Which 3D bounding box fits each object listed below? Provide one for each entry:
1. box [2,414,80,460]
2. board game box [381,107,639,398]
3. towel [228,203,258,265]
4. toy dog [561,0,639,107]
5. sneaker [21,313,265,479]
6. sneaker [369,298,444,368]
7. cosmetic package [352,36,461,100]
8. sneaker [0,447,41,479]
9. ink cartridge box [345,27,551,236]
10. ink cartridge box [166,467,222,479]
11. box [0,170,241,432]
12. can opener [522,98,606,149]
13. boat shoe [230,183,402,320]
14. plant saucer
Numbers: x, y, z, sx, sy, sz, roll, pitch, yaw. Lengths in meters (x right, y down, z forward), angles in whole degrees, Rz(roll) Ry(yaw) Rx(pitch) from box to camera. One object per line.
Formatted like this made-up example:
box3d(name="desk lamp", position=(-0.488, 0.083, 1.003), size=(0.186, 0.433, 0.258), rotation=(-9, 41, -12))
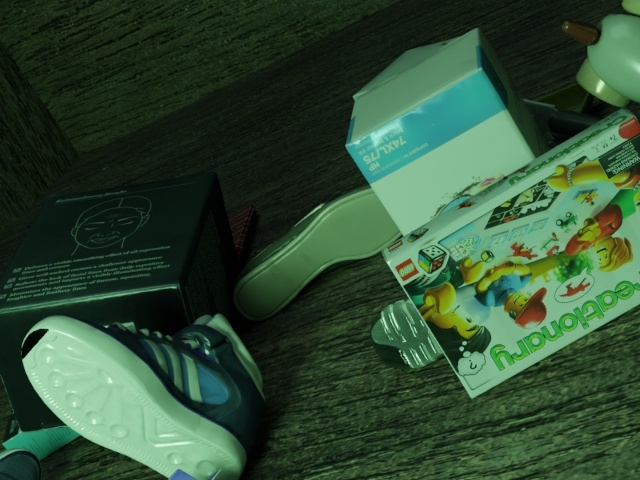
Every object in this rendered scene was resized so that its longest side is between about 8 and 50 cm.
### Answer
box3d(name="box", position=(-0.383, 0.261, 2.045), size=(0.244, 0.060, 0.100), rotation=(-32, 18, 1))
box3d(name="board game box", position=(0.246, 0.016, 1.405), size=(0.305, 0.193, 0.053), rotation=(-31, 17, 6))
box3d(name="towel", position=(-0.213, 0.031, 2.421), size=(0.199, 0.031, 0.275), rotation=(-30, 16, 14))
box3d(name="toy dog", position=(0.412, -0.202, 1.568), size=(0.161, 0.220, 0.334), rotation=(7, 11, -32))
box3d(name="sneaker", position=(-0.208, 0.153, 1.614), size=(0.130, 0.323, 0.236), rotation=(-44, 18, 28))
box3d(name="sneaker", position=(0.172, 0.086, 1.568), size=(0.132, 0.086, 0.229), rotation=(-18, -8, -44))
box3d(name="cosmetic package", position=(0.186, -0.214, 2.137), size=(0.151, 0.183, 0.151), rotation=(-42, 20, -30))
box3d(name="sneaker", position=(-0.448, 0.394, 1.731), size=(0.153, 0.099, 0.282), rotation=(-18, 29, 51))
box3d(name="ink cartridge box", position=(0.189, -0.091, 1.661), size=(0.197, 0.270, 0.198), rotation=(-29, 18, 17))
box3d(name="ink cartridge box", position=(-0.212, 0.349, 1.416), size=(0.208, 0.045, 0.206), rotation=(-50, 1, 45))
box3d(name="box", position=(-0.299, 0.083, 1.960), size=(0.293, 0.212, 0.395), rotation=(-8, 26, 8))
box3d(name="can opener", position=(0.356, -0.145, 1.767), size=(0.095, 0.076, 0.283), rotation=(-10, 20, -38))
box3d(name="boat shoe", position=(0.000, 0.000, 2.006), size=(0.335, 0.112, 0.095), rotation=(-34, 22, 9))
box3d(name="plant saucer", position=(0.333, -0.164, 1.981), size=(0.188, 0.045, 0.188), rotation=(-20, 21, 33))
